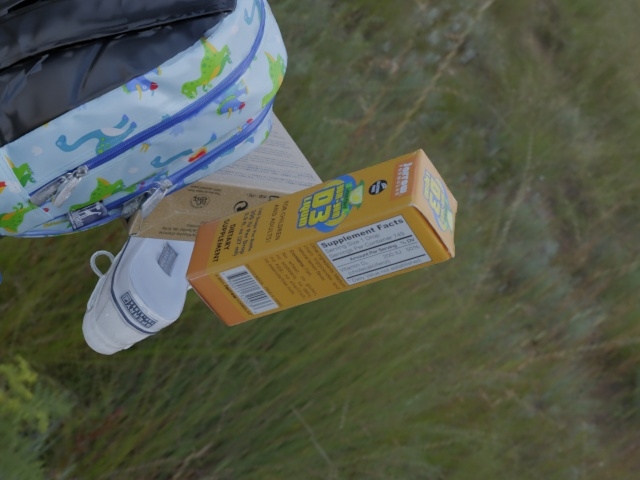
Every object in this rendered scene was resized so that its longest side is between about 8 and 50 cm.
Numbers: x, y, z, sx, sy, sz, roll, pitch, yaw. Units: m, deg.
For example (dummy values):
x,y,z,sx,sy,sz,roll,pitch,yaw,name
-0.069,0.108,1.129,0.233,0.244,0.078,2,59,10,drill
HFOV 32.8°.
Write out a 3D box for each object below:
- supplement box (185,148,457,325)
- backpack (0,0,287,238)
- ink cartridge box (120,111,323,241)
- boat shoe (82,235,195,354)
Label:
x,y,z,sx,sy,sz,roll,pitch,yaw,name
0.000,0.000,0.956,0.080,0.233,0.078,55,30,-35,supplement box
-0.212,-0.158,1.033,0.273,0.355,0.290,45,14,-44,backpack
-0.132,-0.086,1.240,0.234,0.088,0.193,6,36,-37,ink cartridge box
-0.251,0.059,1.520,0.136,0.156,0.367,49,18,-16,boat shoe
